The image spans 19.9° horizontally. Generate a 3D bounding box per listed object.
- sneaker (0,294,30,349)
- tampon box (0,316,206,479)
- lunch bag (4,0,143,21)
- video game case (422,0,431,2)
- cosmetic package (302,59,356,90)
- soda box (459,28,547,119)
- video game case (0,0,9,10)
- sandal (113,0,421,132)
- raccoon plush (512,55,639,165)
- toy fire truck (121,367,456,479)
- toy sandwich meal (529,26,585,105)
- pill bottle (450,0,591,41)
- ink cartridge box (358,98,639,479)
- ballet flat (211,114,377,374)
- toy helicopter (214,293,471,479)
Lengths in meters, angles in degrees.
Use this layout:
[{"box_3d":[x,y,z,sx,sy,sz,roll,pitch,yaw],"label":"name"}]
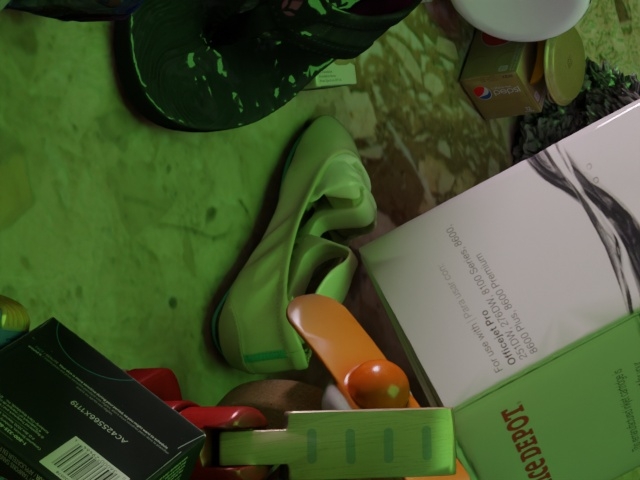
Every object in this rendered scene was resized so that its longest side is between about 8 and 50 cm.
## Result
[{"box_3d":[-0.277,0.079,0.953,0.296,0.112,0.131,-3,106,-55],"label":"sneaker"},{"box_3d":[-0.159,0.152,1.018,0.101,0.120,0.161,-34,154,-52],"label":"tampon box"},{"box_3d":[-0.191,-0.320,1.006,0.385,0.239,0.328,28,62,-69],"label":"lunch bag"},{"box_3d":[0.072,-0.378,1.576,0.204,0.025,0.285,45,51,-44],"label":"video game case"},{"box_3d":[-0.009,-0.174,1.413,0.060,0.041,0.115,-13,97,-55],"label":"cosmetic package"},{"box_3d":[0.188,-0.200,1.691,0.058,0.061,0.181,51,47,-39],"label":"soda box"},{"box_3d":[-0.288,-0.100,0.793,0.329,0.300,0.036,3,51,-56],"label":"video game case"},{"box_3d":[0.030,-0.223,1.343,0.446,0.107,0.167,-34,108,-34],"label":"sandal"},{"box_3d":[0.391,-0.098,1.767,0.446,0.299,0.216,-24,105,-55],"label":"raccoon plush"},{"box_3d":[-0.048,0.181,1.127,0.158,0.246,0.217,-27,108,-54],"label":"toy fire truck"},{"box_3d":[0.211,-0.163,1.641,0.085,0.029,0.086,-5,95,-57],"label":"toy sandwich meal"},{"box_3d":[0.193,-0.304,1.637,0.130,0.130,0.246,55,36,-37],"label":"pill bottle"},{"box_3d":[0.257,0.035,1.403,0.166,0.395,0.285,62,0,30],"label":"ink cartridge box"},{"box_3d":[0.000,0.000,1.370,0.086,0.086,0.248,55,44,-37],"label":"ballet flat"},{"box_3d":[0.073,0.175,1.212,0.140,0.355,0.235,-41,136,-50],"label":"toy helicopter"}]
